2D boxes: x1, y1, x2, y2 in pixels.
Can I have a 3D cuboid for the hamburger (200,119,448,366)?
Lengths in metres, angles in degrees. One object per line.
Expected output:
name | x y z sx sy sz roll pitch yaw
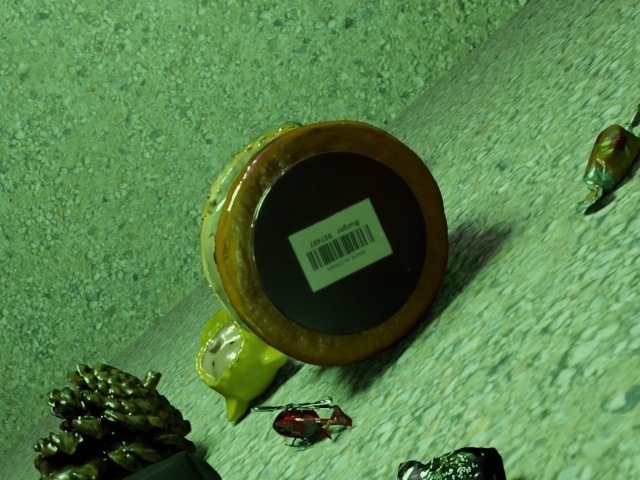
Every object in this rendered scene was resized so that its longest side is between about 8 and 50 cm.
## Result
hamburger | 0.000 0.000 1.146 0.330 0.330 0.250 -45 10 -13

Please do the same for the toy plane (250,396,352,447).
toy plane | -0.017 0.219 1.020 0.145 0.060 0.037 -11 30 42

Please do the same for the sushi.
sushi | 0.102 0.208 0.651 0.083 0.056 0.085 -29 14 26

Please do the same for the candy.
candy | 0.350 -0.105 1.006 0.182 0.046 0.053 -51 12 -30

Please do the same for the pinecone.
pinecone | -0.310 0.316 1.272 0.243 0.243 0.257 -132 47 -79

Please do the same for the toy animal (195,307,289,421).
toy animal | -0.131 0.185 1.386 0.156 0.156 0.230 -41 21 4

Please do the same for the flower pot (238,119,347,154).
flower pot | -0.006 -0.105 1.677 0.244 0.307 0.307 -30 2 -37

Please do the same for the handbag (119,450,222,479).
handbag | -0.283 0.392 0.993 0.342 0.152 0.288 -27 -4 -28
